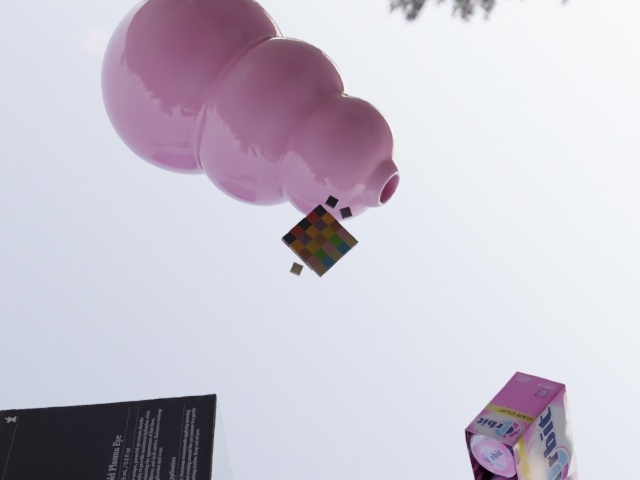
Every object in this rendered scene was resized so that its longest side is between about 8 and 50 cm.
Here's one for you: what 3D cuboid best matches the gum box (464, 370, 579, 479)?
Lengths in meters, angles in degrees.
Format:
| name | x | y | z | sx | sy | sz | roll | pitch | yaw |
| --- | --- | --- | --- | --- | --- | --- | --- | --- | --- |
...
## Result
| name | x | y | z | sx | sy | sz | roll | pitch | yaw |
| --- | --- | --- | --- | --- | --- | --- | --- | --- | --- |
| gum box | 0.220 | 0.249 | 1.244 | 0.062 | 0.188 | 0.107 | 12 | -141 | 39 |

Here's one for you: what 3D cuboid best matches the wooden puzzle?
| name | x | y | z | sx | sy | sz | roll | pitch | yaw |
| --- | --- | --- | --- | --- | --- | --- | --- | --- | --- |
| wooden puzzle | 0.000 | 0.000 | 1.021 | 0.049 | 0.006 | 0.083 | 45 | -113 | 8 |

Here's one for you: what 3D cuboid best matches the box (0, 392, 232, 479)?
| name | x | y | z | sx | sy | sz | roll | pitch | yaw |
| --- | --- | --- | --- | --- | --- | --- | --- | --- | --- |
| box | -0.287 | 0.392 | 1.550 | 0.313 | 0.178 | 0.343 | -4 | -142 | 2 |

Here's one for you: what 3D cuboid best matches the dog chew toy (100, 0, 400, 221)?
| name | x | y | z | sx | sy | sz | roll | pitch | yaw |
| --- | --- | --- | --- | --- | --- | --- | --- | --- | --- |
| dog chew toy | -0.064 | -0.130 | 1.200 | 0.332 | 0.206 | 0.207 | 31 | -148 | 21 |
